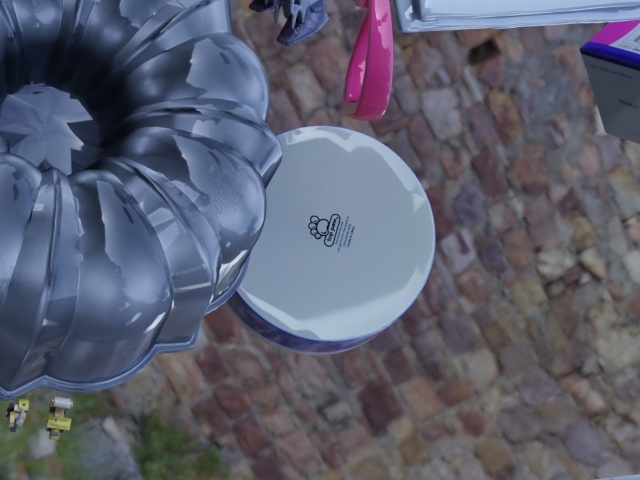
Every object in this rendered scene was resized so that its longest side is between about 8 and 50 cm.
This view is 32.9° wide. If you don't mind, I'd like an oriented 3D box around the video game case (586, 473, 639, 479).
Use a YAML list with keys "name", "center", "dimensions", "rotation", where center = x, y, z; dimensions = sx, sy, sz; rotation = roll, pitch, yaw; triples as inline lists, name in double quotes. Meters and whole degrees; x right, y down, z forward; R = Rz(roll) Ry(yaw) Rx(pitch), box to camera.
- name: "video game case"
  center: [0.392, 0.332, 1.456]
  dimensions: [0.087, 0.122, 0.011]
  rotation: [33, 50, -50]

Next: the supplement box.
- name: "supplement box"
  center: [0.367, -0.191, 1.016]
  dimensions: [0.111, 0.220, 0.114]
  rotation: [32, -22, 48]

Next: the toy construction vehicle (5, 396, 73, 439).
- name: "toy construction vehicle"
  center: [-0.375, 0.241, 1.451]
  dimensions: [0.098, 0.086, 0.035]
  rotation: [131, -35, -49]

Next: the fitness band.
- name: "fitness band"
  center: [0.075, -0.289, 1.673]
  dimensions: [0.291, 0.054, 0.209]
  rotation: [-127, -136, -82]

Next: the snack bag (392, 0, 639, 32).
- name: "snack bag"
  center: [0.171, -0.319, 0.776]
  dimensions: [0.037, 0.323, 0.343]
  rotation: [147, -67, -70]

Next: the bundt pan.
- name: "bundt pan"
  center: [-0.170, -0.074, 0.681]
  dimensions: [0.331, 0.331, 0.124]
  rotation: [62, -30, 7]

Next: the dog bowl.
- name: "dog bowl"
  center: [0.000, 0.000, 1.299]
  dimensions: [0.265, 0.265, 0.104]
  rotation: [62, -16, 7]

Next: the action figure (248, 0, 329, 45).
- name: "action figure"
  center: [-0.032, -0.353, 1.104]
  dimensions: [0.185, 0.099, 0.285]
  rotation: [37, -35, 34]
